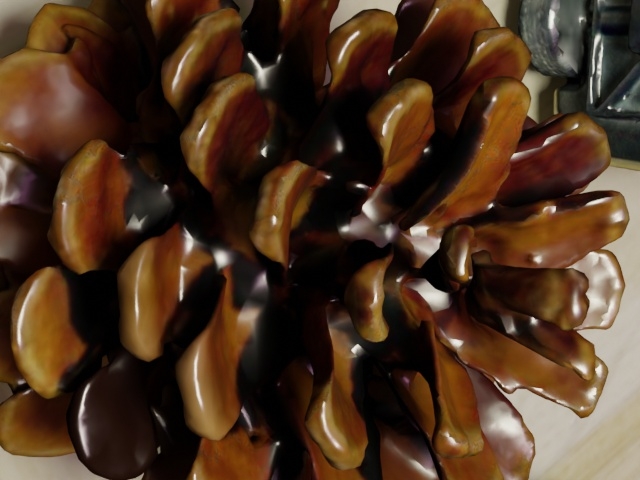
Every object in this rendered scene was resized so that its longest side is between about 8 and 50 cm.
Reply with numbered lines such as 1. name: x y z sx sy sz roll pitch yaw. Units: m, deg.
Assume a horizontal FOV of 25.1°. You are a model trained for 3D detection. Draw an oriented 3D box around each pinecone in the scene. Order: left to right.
1. pinecone: -0.001 0.010 0.563 0.264 0.264 0.264 -8 104 -35

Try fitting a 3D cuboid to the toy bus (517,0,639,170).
1. toy bus: 0.235 -0.214 0.737 0.202 0.177 0.365 -3 100 -42
